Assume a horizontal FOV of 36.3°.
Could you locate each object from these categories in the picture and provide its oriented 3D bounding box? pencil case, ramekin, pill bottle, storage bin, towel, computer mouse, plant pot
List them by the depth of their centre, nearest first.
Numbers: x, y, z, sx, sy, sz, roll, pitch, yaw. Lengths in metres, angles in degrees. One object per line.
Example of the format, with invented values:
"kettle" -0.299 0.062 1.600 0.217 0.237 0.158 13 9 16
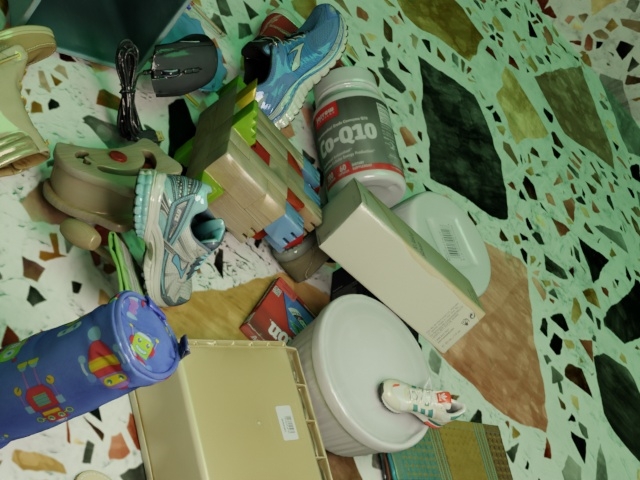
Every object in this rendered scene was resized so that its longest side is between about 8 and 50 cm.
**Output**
"pencil case" -0.315 0.157 1.195 0.119 0.306 0.133 55 24 -24
"storage bin" -0.127 0.289 1.451 0.260 0.123 0.262 8 58 -46
"towel" -0.284 0.063 1.451 0.152 0.023 0.113 77 -6 -68
"ramekin" 0.056 0.238 1.643 0.273 0.127 0.273 28 45 -33
"plant pot" -0.382 -0.480 1.648 0.248 0.247 0.252 9 47 -45
"computer mouse" -0.252 -0.261 1.698 0.262 0.060 0.184 -23 124 -55
"towel" 0.246 0.456 1.815 0.370 0.040 0.271 17 52 -42
"pill bottle" 0.072 -0.207 2.006 0.161 0.161 0.283 16 52 -41
"ramekin" 0.228 0.032 2.025 0.277 0.135 0.277 28 45 -33

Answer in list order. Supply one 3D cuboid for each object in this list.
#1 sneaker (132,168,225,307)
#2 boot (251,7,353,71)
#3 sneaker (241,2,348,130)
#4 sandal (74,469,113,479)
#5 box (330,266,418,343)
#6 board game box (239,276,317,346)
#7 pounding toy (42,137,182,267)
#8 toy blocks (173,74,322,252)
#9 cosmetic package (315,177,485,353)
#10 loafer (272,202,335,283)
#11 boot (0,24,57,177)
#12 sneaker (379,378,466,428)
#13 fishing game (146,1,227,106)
"sneaker" -0.204 0.012 1.463 0.122 0.283 0.110 3 53 2
"boot" -0.038 -0.366 2.069 0.244 0.088 0.176 36 42 -14
"sneaker" -0.064 -0.362 1.921 0.147 0.130 0.330 46 59 -26
"sandal" -0.242 0.401 1.274 0.088 0.079 0.240 -6 68 -50
"box" 0.102 0.136 1.844 0.156 0.093 0.158 33 41 -27
"board game box" -0.013 0.208 1.717 0.281 0.027 0.145 48 39 -11
"pounding toy" -0.344 -0.061 1.513 0.154 0.155 0.269 29 26 11
"toy blocks" -0.103 -0.101 1.716 0.261 0.191 0.381 47 20 -24
"cosmetic package" 0.139 0.044 1.744 0.309 0.113 0.160 41 13 -18
"loafer" 0.000 0.000 1.849 0.251 0.094 0.087 -39 118 -44
"boot" -0.461 -0.208 1.468 0.203 0.095 0.262 55 39 -1
"sneaker" 0.170 0.256 1.588 0.161 0.075 0.057 30 45 -32
"fishing game" -0.253 -0.361 1.863 0.189 0.041 0.264 41 36 -30
